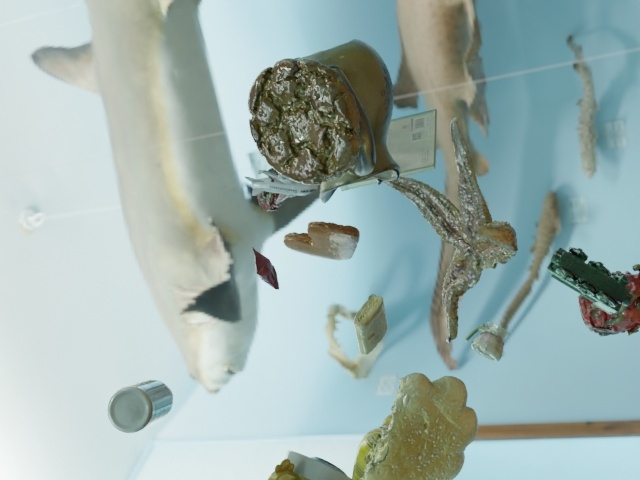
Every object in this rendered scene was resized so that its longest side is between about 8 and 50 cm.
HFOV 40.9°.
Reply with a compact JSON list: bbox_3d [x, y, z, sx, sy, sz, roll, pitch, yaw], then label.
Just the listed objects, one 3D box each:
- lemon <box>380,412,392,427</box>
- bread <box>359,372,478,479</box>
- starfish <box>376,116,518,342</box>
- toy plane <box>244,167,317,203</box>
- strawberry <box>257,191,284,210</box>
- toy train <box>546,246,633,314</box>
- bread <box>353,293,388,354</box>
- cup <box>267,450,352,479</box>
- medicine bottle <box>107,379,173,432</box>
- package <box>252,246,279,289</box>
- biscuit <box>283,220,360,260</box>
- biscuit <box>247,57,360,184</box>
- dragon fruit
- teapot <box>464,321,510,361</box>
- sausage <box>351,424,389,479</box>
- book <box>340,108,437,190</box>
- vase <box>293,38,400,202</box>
[{"bbox_3d":[0.165,0.399,1.834,0.092,0.065,0.065,-20,-77,-39],"label":"lemon"},{"bbox_3d":[0.173,0.336,1.418,0.039,0.181,0.251,-123,50,-64],"label":"bread"},{"bbox_3d":[0.269,-0.011,1.721,0.384,0.132,0.398,59,161,5],"label":"starfish"},{"bbox_3d":[-0.090,-0.134,2.049,0.162,0.171,0.066,62,-155,-63],"label":"toy plane"},{"bbox_3d":[-0.130,-0.119,2.313,0.096,0.083,0.083,-24,-75,-72],"label":"strawberry"},{"bbox_3d":[0.514,0.076,1.643,0.071,0.170,0.111,-57,-9,-8],"label":"toy train"},{"bbox_3d":[0.161,0.271,2.767,0.139,0.060,0.178,-47,-33,-27],"label":"bread"},{"bbox_3d":[-0.049,0.589,1.908,0.241,0.185,0.226,41,-113,-39],"label":"cup"},{"bbox_3d":[-0.364,0.340,1.783,0.260,0.095,0.095,63,-157,-83],"label":"medicine bottle"},{"bbox_3d":[-0.104,0.053,1.603,0.083,0.029,0.059,44,-154,-49],"label":"package"},{"bbox_3d":[0.000,0.000,2.164,0.192,0.186,0.036,107,176,-66],"label":"biscuit"},{"bbox_3d":[-0.031,-0.196,1.426,0.042,0.225,0.226,-32,-68,-51],"label":"biscuit"},{"bbox_3d":[0.688,0.138,1.972,0.166,0.172,0.160,-12,-97,-65],"label":"dragon fruit"},{"bbox_3d":[0.327,0.193,1.676,0.064,0.083,0.064,-58,-38,-11],"label":"teapot"},{"bbox_3d":[0.114,0.496,1.604,0.123,0.123,0.347,-36,-45,-63],"label":"sausage"},{"bbox_3d":[0.189,-0.254,2.385,0.025,0.282,0.215,50,-141,-47],"label":"book"},{"bbox_3d":[0.046,-0.222,1.660,0.329,0.240,0.303,-125,18,-77],"label":"vase"}]
